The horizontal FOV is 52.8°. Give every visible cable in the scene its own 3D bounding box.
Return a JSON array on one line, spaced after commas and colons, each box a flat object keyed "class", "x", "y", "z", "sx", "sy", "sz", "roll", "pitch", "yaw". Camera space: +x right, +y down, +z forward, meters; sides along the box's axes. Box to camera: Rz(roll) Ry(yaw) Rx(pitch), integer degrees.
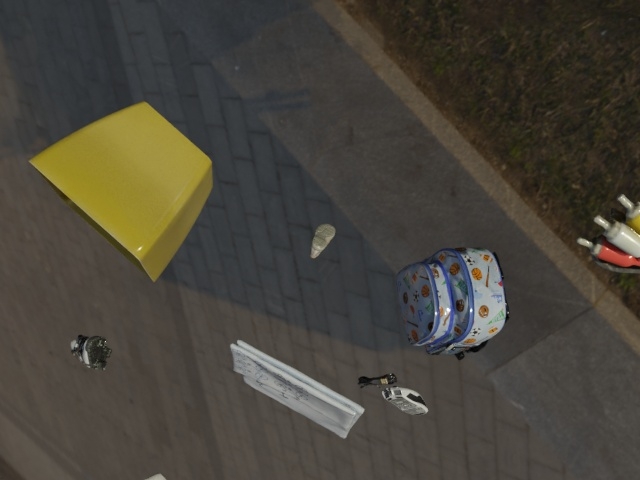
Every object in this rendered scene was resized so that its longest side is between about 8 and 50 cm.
[{"class": "cable", "x": 0.507, "y": 0.043, "z": 0.923, "sx": 0.287, "sy": 0.072, "sz": 0.139, "roll": 33, "pitch": 139, "yaw": 5}]

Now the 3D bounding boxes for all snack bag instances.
[{"class": "snack bag", "x": -0.065, "y": 0.363, "z": 1.523, "sx": 0.323, "sy": 0.037, "sz": 0.343, "roll": 27, "pitch": 155, "yaw": 8}]

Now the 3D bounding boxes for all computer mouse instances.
[{"class": "computer mouse", "x": 0.190, "y": 0.374, "z": 1.585, "sx": 0.193, "sy": 0.042, "sz": 0.106, "roll": 37, "pitch": 138, "yaw": -29}]

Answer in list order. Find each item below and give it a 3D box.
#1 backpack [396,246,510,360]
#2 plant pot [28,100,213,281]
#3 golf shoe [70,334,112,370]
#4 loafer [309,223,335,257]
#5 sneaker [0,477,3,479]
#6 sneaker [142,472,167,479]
[{"class": "backpack", "x": 0.312, "y": 0.133, "z": 1.524, "sx": 0.263, "sy": 0.213, "sz": 0.277, "roll": -40, "pitch": 59, "yaw": 57}, {"class": "plant pot", "x": -0.284, "y": -0.087, "z": 1.012, "sx": 0.212, "sy": 0.187, "sz": 0.212, "roll": 41, "pitch": 166, "yaw": 2}, {"class": "golf shoe", "x": -0.561, "y": 0.265, "z": 1.544, "sx": 0.093, "sy": 0.077, "sz": 0.198, "roll": 23, "pitch": 155, "yaw": -3}, {"class": "loafer", "x": 0.000, "y": 0.000, "z": 1.549, "sx": 0.045, "sy": 0.125, "sz": 0.039, "roll": 29, "pitch": 121, "yaw": 3}, {"class": "sneaker", "x": -0.668, "y": 0.487, "z": 1.278, "sx": 0.032, "sy": 0.083, "sz": 0.037, "roll": -36, "pitch": 49, "yaw": 20}, {"class": "sneaker", "x": -0.358, "y": 0.565, "z": 1.086, "sx": 0.182, "sy": 0.315, "sz": 0.127, "roll": 47, "pitch": 143, "yaw": 10}]
